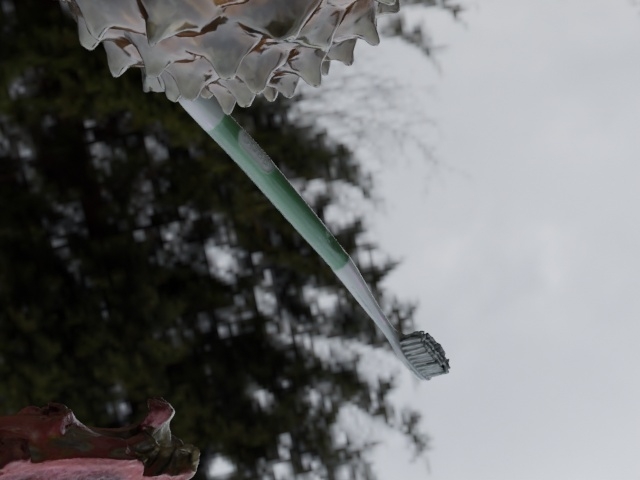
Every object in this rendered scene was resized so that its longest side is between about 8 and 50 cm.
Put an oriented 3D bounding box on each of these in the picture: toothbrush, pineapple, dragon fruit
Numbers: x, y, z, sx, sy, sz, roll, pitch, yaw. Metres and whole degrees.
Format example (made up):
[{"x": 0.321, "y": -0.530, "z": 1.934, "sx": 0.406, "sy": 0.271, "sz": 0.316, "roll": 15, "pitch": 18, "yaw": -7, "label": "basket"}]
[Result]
[{"x": 0.000, "y": 0.000, "z": 0.873, "sx": 0.024, "sy": 0.257, "sz": 0.018, "roll": -19, "pitch": -143, "yaw": 34, "label": "toothbrush"}, {"x": -0.035, "y": -0.131, "z": 0.665, "sx": 0.175, "sy": 0.175, "sz": 0.361, "roll": -10, "pitch": 177, "yaw": 2, "label": "pineapple"}, {"x": -0.215, "y": 0.212, "z": 1.372, "sx": 0.211, "sy": 0.262, "sz": 0.134, "roll": -17, "pitch": -132, "yaw": -9, "label": "dragon fruit"}]
